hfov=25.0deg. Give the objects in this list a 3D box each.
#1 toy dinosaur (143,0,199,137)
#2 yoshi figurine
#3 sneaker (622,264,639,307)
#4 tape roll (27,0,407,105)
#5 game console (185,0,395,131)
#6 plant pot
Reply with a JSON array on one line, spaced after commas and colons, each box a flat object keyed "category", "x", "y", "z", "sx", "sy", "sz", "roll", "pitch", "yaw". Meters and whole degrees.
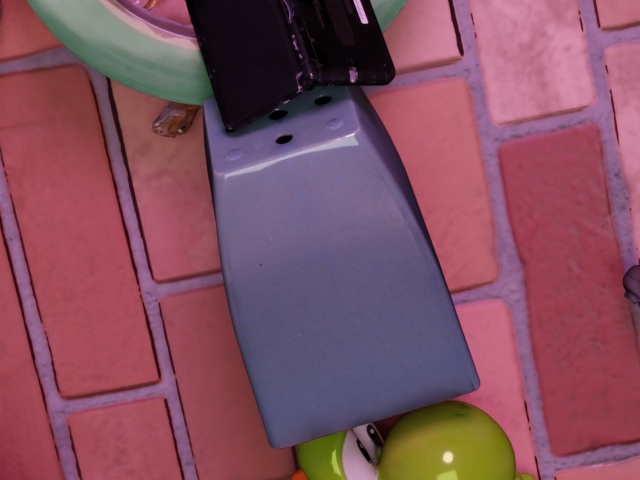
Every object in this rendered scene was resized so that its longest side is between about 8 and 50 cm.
[{"category": "toy dinosaur", "x": -0.076, "y": -0.180, "z": 1.152, "sx": 0.112, "sy": 0.064, "sz": 0.211, "roll": 37, "pitch": 101, "yaw": -18}, {"category": "yoshi figurine", "x": 0.126, "y": 0.277, "z": 1.164, "sx": 0.203, "sy": 0.203, "sz": 0.362, "roll": -33, "pitch": 96, "yaw": -11}, {"category": "sneaker", "x": 0.362, "y": 0.026, "z": 1.173, "sx": 0.234, "sy": 0.078, "sz": 0.106, "roll": 9, "pitch": 96, "yaw": -5}, {"category": "tape roll", "x": -0.075, "y": -0.261, "z": 1.053, "sx": 0.321, "sy": 0.077, "sz": 0.321, "roll": -2, "pitch": 106, "yaw": -8}, {"category": "game console", "x": -0.022, "y": -0.144, "z": 1.012, "sx": 0.107, "sy": 0.071, "sz": 0.122, "roll": -4, "pitch": 64, "yaw": -31}, {"category": "plant pot", "x": 0.000, "y": 0.000, "z": 1.072, "sx": 0.166, "sy": 0.165, "sz": 0.234, "roll": -17, "pitch": 128, "yaw": 3}]
